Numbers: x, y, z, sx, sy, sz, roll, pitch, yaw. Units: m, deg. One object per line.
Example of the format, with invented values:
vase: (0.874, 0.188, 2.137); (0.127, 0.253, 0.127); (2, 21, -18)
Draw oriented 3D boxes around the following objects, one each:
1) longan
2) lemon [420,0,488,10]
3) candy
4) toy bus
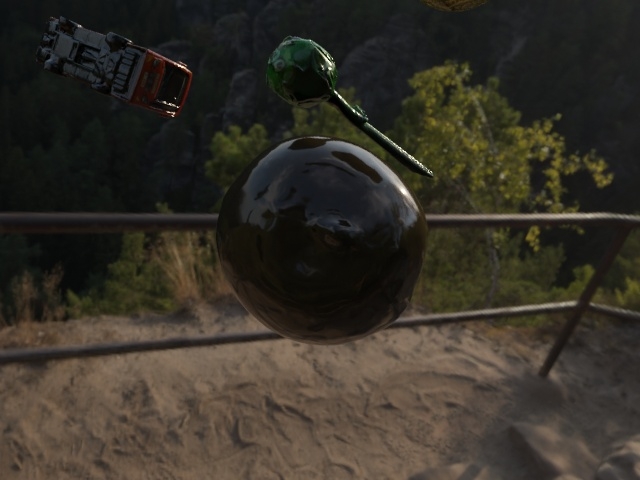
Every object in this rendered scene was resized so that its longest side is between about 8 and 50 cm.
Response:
longan: (0.003, 0.002, 0.834); (0.297, 0.298, 0.297); (13, 27, -7)
lemon: (0.177, -0.406, 0.804); (0.193, 0.180, 0.180); (52, 30, -4)
candy: (0.057, -0.176, 0.884); (0.323, 0.097, 0.097); (33, 18, -29)
toy bus: (-0.115, -0.095, 0.328); (0.110, 0.031, 0.043); (28, 9, 35)
